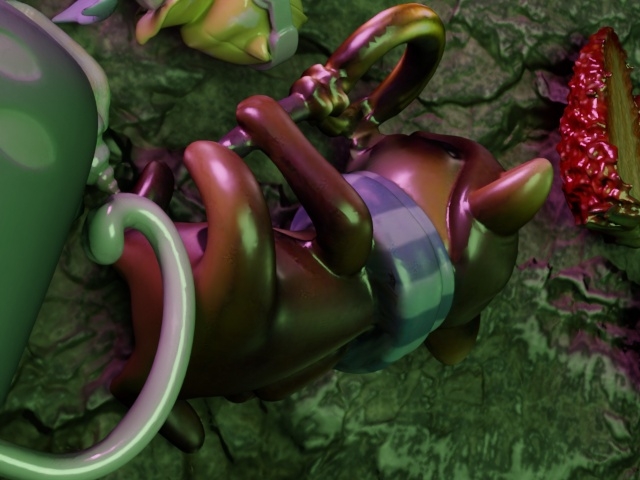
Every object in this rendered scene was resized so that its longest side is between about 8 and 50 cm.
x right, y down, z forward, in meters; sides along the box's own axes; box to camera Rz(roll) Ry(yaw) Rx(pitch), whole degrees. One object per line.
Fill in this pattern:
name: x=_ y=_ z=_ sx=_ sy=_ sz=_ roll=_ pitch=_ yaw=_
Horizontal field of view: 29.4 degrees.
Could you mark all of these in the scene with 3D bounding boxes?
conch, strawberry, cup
conch: x=-0.189 y=-0.105 z=0.890 sx=0.088 sy=0.065 sz=0.180 roll=-34 pitch=96 yaw=-24
strawberry: x=0.272 y=-0.084 z=1.157 sx=0.167 sy=0.087 sz=0.208 roll=33 pitch=47 yaw=-46
cup: x=-0.238 y=0.001 z=0.742 sx=0.357 sy=0.259 sz=0.274 roll=23 pitch=77 yaw=-18

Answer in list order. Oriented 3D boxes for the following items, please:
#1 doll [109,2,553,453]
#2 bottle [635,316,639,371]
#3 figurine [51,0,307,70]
doll: x=-0.003 y=-0.002 z=0.941 sx=0.340 sy=0.209 sz=0.318 roll=-16 pitch=130 yaw=-27
bottle: x=0.453 y=0.031 z=1.205 sx=0.347 sy=0.168 sz=0.168 roll=-46 pitch=111 yaw=-16
figurine: x=-0.096 y=-0.202 z=0.915 sx=0.208 sy=0.128 sz=0.184 roll=-31 pitch=107 yaw=-18
